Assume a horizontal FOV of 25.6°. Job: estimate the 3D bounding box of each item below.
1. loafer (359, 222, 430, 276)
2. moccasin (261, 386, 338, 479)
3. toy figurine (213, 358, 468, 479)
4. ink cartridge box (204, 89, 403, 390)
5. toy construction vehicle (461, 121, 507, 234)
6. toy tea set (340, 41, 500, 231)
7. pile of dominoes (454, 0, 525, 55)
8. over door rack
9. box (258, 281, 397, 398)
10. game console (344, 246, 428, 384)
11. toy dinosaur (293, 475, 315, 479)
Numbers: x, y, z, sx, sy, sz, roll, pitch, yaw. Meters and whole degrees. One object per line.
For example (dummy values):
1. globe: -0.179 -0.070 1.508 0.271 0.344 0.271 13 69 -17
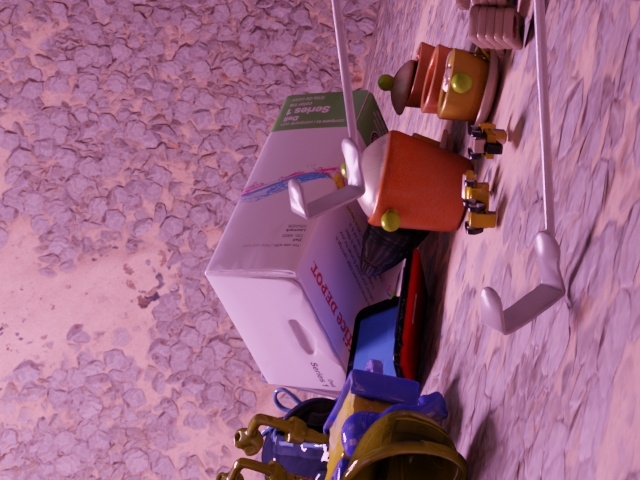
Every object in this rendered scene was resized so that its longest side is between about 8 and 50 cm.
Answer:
1. loafer: 0.076 -0.005 1.508 0.061 0.062 0.170 -60 -13 17
2. moccasin: 0.013 0.226 1.546 0.342 0.137 0.117 -162 70 -74
3. toy figurine: 0.014 0.171 1.203 0.363 0.191 0.217 108 179 -50
4. ink cartridge box: 0.000 0.000 1.576 0.201 0.117 0.278 64 -143 -41
5. toy construction vehicle: 0.141 -0.055 1.198 0.098 0.035 0.086 -79 -8 -76
6. toy tea set: 0.091 -0.122 1.464 0.336 0.124 0.200 -96 19 -81
7. pile of dominoes: 0.164 -0.293 1.227 0.196 0.040 0.251 5 -90 -71
8. over door rack: 0.087 -0.138 0.907 0.239 0.108 0.324 30 124 50
9. box: 0.013 0.101 1.777 0.038 0.145 0.186 125 158 -76
10. game console: 0.059 0.095 1.429 0.124 0.085 0.144 74 -160 -50
11. toy dinosaur: 0.005 0.347 1.041 0.218 0.164 0.322 176 112 -77
